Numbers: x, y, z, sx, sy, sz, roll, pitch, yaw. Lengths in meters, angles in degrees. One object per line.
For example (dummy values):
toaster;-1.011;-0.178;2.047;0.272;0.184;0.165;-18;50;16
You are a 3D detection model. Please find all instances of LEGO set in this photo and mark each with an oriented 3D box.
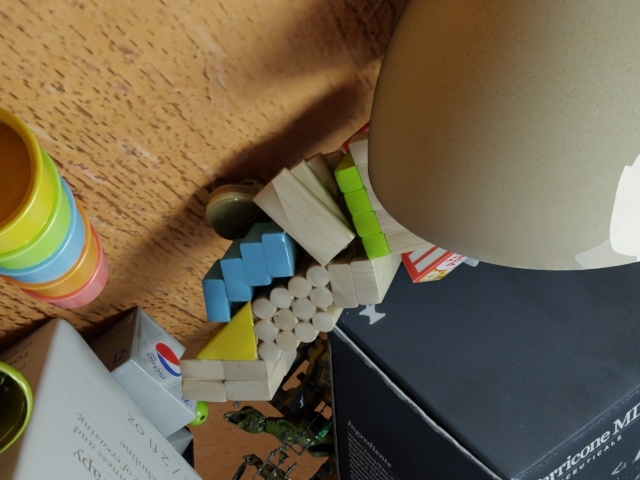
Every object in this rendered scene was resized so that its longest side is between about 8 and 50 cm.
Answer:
LEGO set;-0.060;0.224;2.018;0.331;0.192;0.255;-54;150;3

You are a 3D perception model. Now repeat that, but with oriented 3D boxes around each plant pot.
plant pot;0.169;-0.137;1.235;0.284;0.284;0.191;-22;129;-22

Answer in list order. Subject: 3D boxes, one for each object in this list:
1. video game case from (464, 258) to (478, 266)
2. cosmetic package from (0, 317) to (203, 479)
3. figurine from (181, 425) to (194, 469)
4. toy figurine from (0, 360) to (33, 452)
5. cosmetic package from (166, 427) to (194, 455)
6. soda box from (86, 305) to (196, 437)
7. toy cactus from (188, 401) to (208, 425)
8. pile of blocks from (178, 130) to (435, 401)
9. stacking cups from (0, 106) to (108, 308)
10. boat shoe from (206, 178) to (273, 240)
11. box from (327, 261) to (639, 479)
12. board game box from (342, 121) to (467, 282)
video game case;0.194;-0.086;1.622;0.183;0.023;0.201;-62;176;-21
cosmetic package;-0.277;0.351;1.514;0.327;0.329;0.393;-32;-157;15
figurine;-0.195;0.319;2.054;0.092;0.209;0.215;-13;164;3
toy figurine;-0.406;0.152;1.421;0.362;0.191;0.217;-38;-166;8
cosmetic package;-0.255;0.288;1.899;0.238;0.107;0.127;-56;164;12
soda box;-0.256;0.191;1.720;0.286;0.098;0.091;-35;-153;21
toy cactus;-0.148;0.148;1.874;0.219;0.112;0.180;-23;-177;-27
pile of blocks;0.000;0.000;1.485;0.362;0.149;0.112;-40;-170;27
stacking cups;-0.207;-0.004;1.238;0.096;0.096;0.316;-28;164;-2
boat shoe;-0.059;-0.031;1.530;0.056;0.048;0.153;-30;159;23
box;0.278;0.182;1.925;0.480;0.297;0.471;-33;144;-22
board game box;0.125;-0.075;1.493;0.045;0.146;0.193;-5;152;-50
